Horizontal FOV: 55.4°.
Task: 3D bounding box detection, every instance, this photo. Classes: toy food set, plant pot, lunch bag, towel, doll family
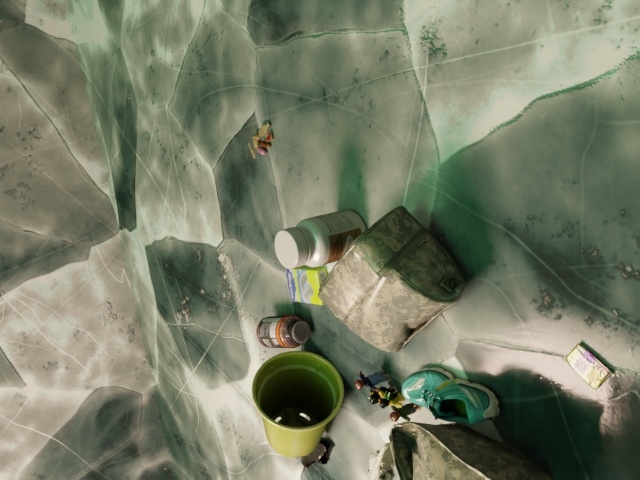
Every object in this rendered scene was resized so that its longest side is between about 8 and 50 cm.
[{"bbox_3d":[-0.180,-0.312,1.920,0.122,0.019,0.078,-31,76,43],"label":"toy food set"},{"bbox_3d":[-0.075,0.529,1.883,0.276,0.276,0.254,44,144,35],"label":"plant pot"},{"bbox_3d":[0.311,0.508,1.355,0.287,0.235,0.169,31,102,48],"label":"lunch bag"},{"bbox_3d":[0.527,0.248,1.201,0.083,0.009,0.060,48,135,33],"label":"towel"},{"bbox_3d":[0.171,0.110,1.450,0.256,0.212,0.305,46,139,9],"label":"lunch bag"},{"bbox_3d":[0.171,0.410,1.622,0.193,0.111,0.076,21,117,48],"label":"doll family"}]

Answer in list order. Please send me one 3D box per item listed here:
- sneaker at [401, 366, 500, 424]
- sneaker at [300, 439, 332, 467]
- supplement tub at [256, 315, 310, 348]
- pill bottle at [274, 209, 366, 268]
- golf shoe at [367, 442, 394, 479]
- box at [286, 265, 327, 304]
[{"bbox_3d":[0.291,0.376,1.460,0.275,0.109,0.107,-1,100,53],"label":"sneaker"},{"bbox_3d":[-0.012,0.708,2.000,0.089,0.051,0.170,44,129,41],"label":"sneaker"},{"bbox_3d":[-0.115,0.294,1.958,0.197,0.106,0.106,-10,93,52],"label":"supplement tub"},{"bbox_3d":[0.000,0.000,1.613,0.131,0.229,0.131,21,118,47],"label":"pill bottle"},{"bbox_3d":[0.167,0.631,1.740,0.086,0.069,0.176,41,130,45],"label":"golf shoe"},{"bbox_3d":[-0.044,0.135,1.867,0.178,0.042,0.109,0,101,51],"label":"box"}]
